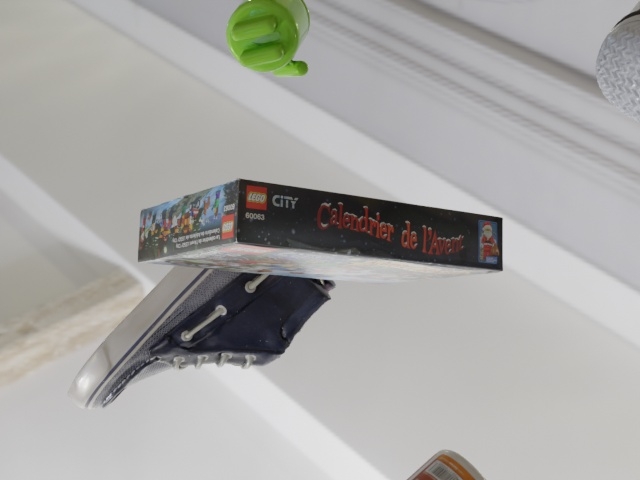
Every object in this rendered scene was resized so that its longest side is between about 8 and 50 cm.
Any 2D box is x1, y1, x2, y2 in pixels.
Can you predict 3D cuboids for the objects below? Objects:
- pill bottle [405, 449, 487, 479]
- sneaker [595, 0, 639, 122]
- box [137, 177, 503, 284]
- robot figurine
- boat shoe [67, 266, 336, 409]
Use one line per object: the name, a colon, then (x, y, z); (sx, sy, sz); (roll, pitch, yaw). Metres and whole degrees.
pill bottle: (0.126, 0.388, 1.263); (0.216, 0.121, 0.121); (-37, -129, -19)
sneaker: (0.448, -0.167, 0.848); (0.366, 0.137, 0.210); (21, -120, 13)
box: (0.000, 0.000, 0.729); (0.233, 0.044, 0.159); (7, 171, -33)
robot figurine: (-0.047, -0.195, 0.870); (0.067, 0.101, 0.115); (-12, -156, 15)
boat shoe: (-0.134, 0.112, 1.092); (0.158, 0.340, 0.127); (44, -162, -2)
